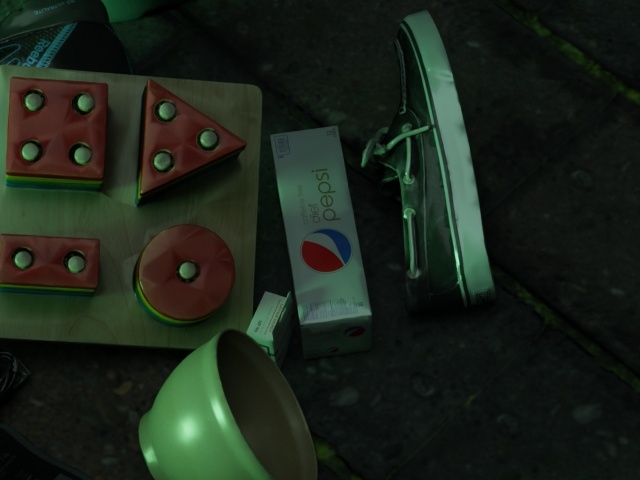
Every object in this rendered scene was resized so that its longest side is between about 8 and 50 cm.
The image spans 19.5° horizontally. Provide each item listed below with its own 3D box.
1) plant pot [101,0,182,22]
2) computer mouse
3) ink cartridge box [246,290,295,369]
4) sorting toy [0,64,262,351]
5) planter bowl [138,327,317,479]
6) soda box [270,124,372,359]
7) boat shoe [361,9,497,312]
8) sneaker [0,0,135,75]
[{"bbox_3d":[-0.229,-0.419,1.883,0.341,0.334,0.341,-1,60,1],"label":"plant pot"},{"bbox_3d":[-0.271,0.230,1.655,0.188,0.072,0.272,-42,54,-18],"label":"computer mouse"},{"bbox_3d":[-0.046,0.081,1.720,0.028,0.083,0.048,17,61,12],"label":"ink cartridge box"},{"bbox_3d":[-0.181,-0.034,1.716,0.255,0.089,0.257,4,79,-10],"label":"sorting toy"},{"bbox_3d":[-0.090,0.173,1.639,0.109,0.162,0.162,-29,58,17],"label":"planter bowl"},{"bbox_3d":[0.000,0.000,1.773,0.069,0.074,0.216,-8,59,-2],"label":"soda box"},{"bbox_3d":[0.092,-0.076,1.797,0.105,0.113,0.306,-10,75,3],"label":"boat shoe"},{"bbox_3d":[-0.341,-0.124,1.792,0.341,0.125,0.139,-26,66,-11],"label":"sneaker"}]
